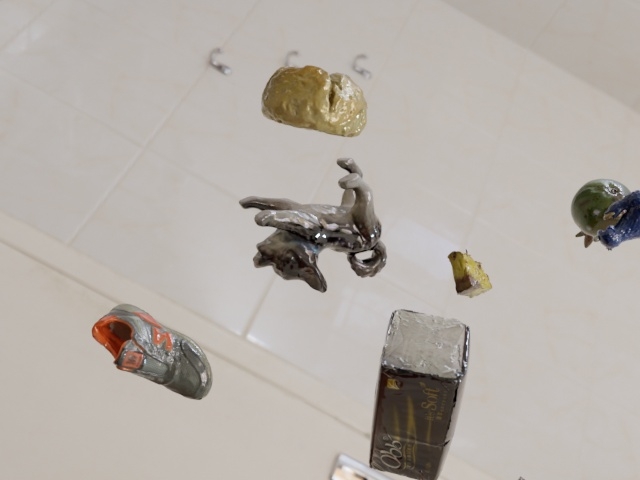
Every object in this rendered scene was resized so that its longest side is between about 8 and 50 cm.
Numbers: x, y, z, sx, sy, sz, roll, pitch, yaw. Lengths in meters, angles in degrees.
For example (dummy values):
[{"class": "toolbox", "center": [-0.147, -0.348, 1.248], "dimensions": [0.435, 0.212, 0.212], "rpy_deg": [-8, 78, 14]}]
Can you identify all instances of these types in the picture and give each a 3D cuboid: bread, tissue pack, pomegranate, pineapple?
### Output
[{"class": "bread", "center": [-0.010, -0.305, 1.566], "dimensions": [0.244, 0.244, 0.134], "rpy_deg": [-81, 180, -79]}, {"class": "tissue pack", "center": [0.227, 0.367, 1.689], "dimensions": [0.210, 0.198, 0.370], "rpy_deg": [-72, 168, -54]}, {"class": "pomegranate", "center": [0.817, -0.072, 2.116], "dimensions": [0.224, 0.181, 0.181], "rpy_deg": [84, 25, -50]}, {"class": "pineapple", "center": [0.355, 0.091, 1.772], "dimensions": [0.069, 0.137, 0.116], "rpy_deg": [-32, -165, 32]}]

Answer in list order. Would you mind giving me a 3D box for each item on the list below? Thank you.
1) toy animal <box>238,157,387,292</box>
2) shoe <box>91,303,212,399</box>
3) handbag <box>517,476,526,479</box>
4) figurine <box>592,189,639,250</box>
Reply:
[{"class": "toy animal", "center": [0.000, 0.000, 1.754], "dimensions": [0.344, 0.303, 0.194], "rpy_deg": [-23, -155, -11]}, {"class": "shoe", "center": [-0.419, 0.277, 1.755], "dimensions": [0.132, 0.336, 0.171], "rpy_deg": [-60, 166, 13]}, {"class": "handbag", "center": [0.512, 0.637, 1.636], "dimensions": [0.213, 0.235, 0.127], "rpy_deg": [2, 108, -55]}, {"class": "figurine", "center": [0.803, -0.054, 1.791], "dimensions": [0.262, 0.164, 0.121], "rpy_deg": [-39, -132, 11]}]
